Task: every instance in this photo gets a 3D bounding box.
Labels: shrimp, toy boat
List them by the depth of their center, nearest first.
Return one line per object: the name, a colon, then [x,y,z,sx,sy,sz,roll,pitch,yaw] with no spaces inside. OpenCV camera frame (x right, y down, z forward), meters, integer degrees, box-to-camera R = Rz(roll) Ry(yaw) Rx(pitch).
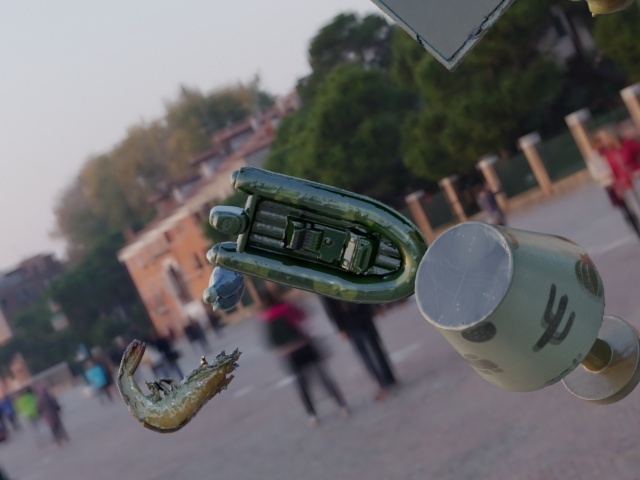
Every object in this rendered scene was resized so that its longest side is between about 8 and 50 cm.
toy boat: [0.000,0.000,1.364,0.210,0.104,0.052,16,12,-2]
shrimp: [-0.183,0.163,1.845,0.178,0.124,0.034,-43,-5,-36]

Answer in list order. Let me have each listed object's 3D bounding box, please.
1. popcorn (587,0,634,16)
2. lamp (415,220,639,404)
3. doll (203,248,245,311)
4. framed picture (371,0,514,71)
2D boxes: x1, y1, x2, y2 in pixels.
popcorn: [0.231,-0.384,1.432,0.312,0.312,0.312,-25,-1,0]
lamp: [0.164,0.059,1.080,0.121,0.121,0.215,-25,-36,30]
doll: [-0.122,0.058,1.863,0.050,0.076,0.083,8,-17,2]
framed picture: [0.198,-0.402,2.024,0.281,0.209,0.019,-47,-9,10]
